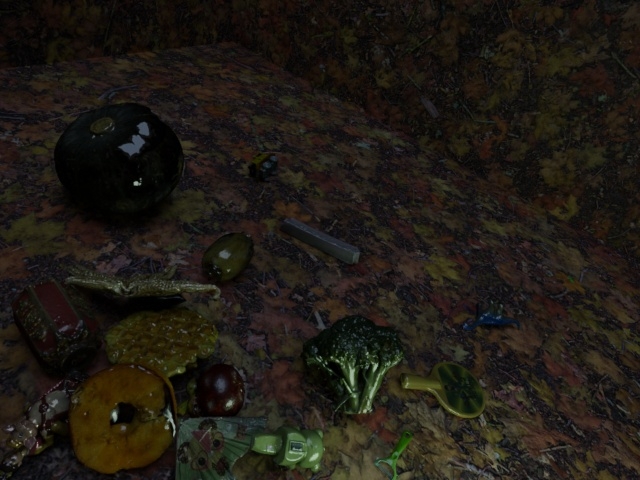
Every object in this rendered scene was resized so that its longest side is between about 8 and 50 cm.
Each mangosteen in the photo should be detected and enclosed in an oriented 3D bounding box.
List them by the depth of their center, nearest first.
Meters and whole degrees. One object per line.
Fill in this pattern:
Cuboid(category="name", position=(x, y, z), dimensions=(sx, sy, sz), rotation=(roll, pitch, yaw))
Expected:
Cuboid(category="mangosteen", position=(-0.294, 0.402, 1.153), dimensions=(0.181, 0.156, 0.146), rotation=(3, 74, 5))

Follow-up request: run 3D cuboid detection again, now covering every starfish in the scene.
Cuboid(category="starfish", position=(-0.552, 0.128, 1.336), dimensions=(0.431, 0.083, 0.324), rotation=(3, 4, -24))

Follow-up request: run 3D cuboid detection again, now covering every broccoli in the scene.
Cuboid(category="broccoli", position=(0.096, 0.366, 1.286), dimensions=(0.303, 0.321, 0.284), rotation=(2, 71, -7))

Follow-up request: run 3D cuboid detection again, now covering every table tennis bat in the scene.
Cuboid(category="table tennis bat", position=(0.409, 0.490, 1.444), dimensions=(0.320, 0.050, 0.199), rotation=(14, 40, -15))

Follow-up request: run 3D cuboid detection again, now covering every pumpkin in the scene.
Cuboid(category="pumpkin", position=(-0.744, -0.302, 1.625), dimensions=(0.453, 0.344, 0.455), rotation=(-1, 54, 2))

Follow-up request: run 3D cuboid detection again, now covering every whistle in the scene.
Cuboid(category="whistle", position=(-0.079, 0.530, 1.109), dimensions=(0.227, 0.085, 0.105), rotation=(22, 60, -30))

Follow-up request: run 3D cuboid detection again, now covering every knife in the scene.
Cuboid(category="knife", position=(0.223, 0.605, 1.235), dimensions=(0.078, 0.023, 0.166), rotation=(41, 43, 16))

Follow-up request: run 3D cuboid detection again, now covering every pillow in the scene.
Cuboid(category="pillow", position=(-0.506, 0.189, 1.370), dimensions=(0.149, 0.090, 0.048), rotation=(-5, 86, -25))

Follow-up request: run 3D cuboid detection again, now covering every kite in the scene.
Cuboid(category="kite", position=(-0.254, 0.527, 1.043), dimensions=(0.268, 0.013, 0.323), rotation=(49, 54, 0))

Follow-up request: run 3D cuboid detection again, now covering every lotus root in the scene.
Cuboid(category="lotus root", position=(-0.319, 0.042, 1.572), dimensions=(0.153, 0.154, 0.278), rotation=(28, 34, 10))

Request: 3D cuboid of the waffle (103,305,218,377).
Cuboid(category="waffle", position=(-0.443, 0.283, 1.222), dimensions=(0.301, 0.068, 0.324), rotation=(-7, 27, -35))

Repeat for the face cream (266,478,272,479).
Cuboid(category="face cream", position=(-0.117, 0.629, 1.052), dimensions=(0.040, 0.021, 0.083), rotation=(-14, 50, -35))

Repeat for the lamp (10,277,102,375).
Cuboid(category="lamp", position=(-0.703, 0.224, 1.156), dimensions=(0.177, 0.177, 0.274), rotation=(-22, 54, -41))

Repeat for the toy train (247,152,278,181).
Cuboid(category="toy train", position=(-0.284, -0.365, 2.120), dimensions=(0.127, 0.090, 0.219), rotation=(17, 37, 13))

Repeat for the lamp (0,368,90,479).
Cuboid(category="lamp", position=(-0.640, 0.418, 0.998), dimensions=(0.118, 0.119, 0.253), rotation=(30, 38, 12))

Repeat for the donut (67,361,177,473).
Cuboid(category="donut", position=(-0.455, 0.406, 1.005), dimensions=(0.253, 0.254, 0.118), rotation=(10, -5, -13))

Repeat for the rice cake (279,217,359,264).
Cuboid(category="rice cake", position=(0.000, 0.000, 1.824), dimensions=(0.364, 0.073, 0.056), rotation=(25, 40, 9))

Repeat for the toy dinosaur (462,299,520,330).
Cuboid(category="toy dinosaur", position=(0.702, 0.341, 1.754), dimensions=(0.247, 0.075, 0.188), rotation=(30, 48, 3))
